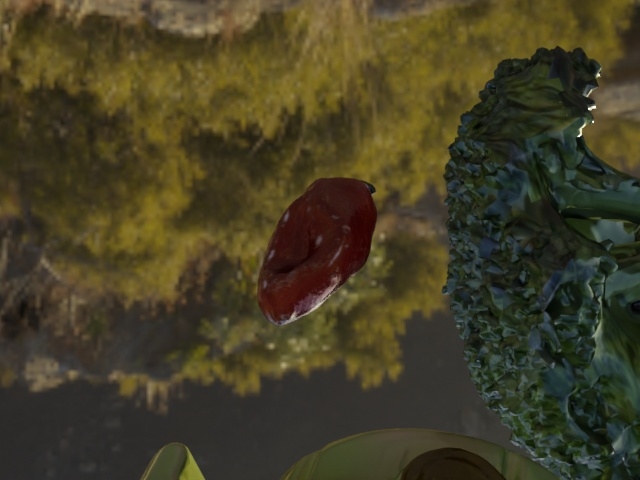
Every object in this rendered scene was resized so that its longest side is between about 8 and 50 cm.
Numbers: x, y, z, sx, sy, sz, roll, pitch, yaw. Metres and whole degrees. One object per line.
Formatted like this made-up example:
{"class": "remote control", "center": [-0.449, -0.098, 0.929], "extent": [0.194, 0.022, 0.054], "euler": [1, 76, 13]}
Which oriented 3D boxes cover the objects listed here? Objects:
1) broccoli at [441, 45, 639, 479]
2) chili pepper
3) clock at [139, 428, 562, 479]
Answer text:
{"class": "broccoli", "center": [0.229, 0.024, 0.959], "extent": [0.302, 0.375, 0.249], "euler": [-30, -172, -13]}
{"class": "chili pepper", "center": [-0.001, 0.000, 0.729], "extent": [0.059, 0.050, 0.191], "euler": [-8, -158, 19]}
{"class": "clock", "center": [0.061, 0.243, 0.803], "extent": [0.348, 0.117, 0.286], "euler": [-11, 119, 22]}
